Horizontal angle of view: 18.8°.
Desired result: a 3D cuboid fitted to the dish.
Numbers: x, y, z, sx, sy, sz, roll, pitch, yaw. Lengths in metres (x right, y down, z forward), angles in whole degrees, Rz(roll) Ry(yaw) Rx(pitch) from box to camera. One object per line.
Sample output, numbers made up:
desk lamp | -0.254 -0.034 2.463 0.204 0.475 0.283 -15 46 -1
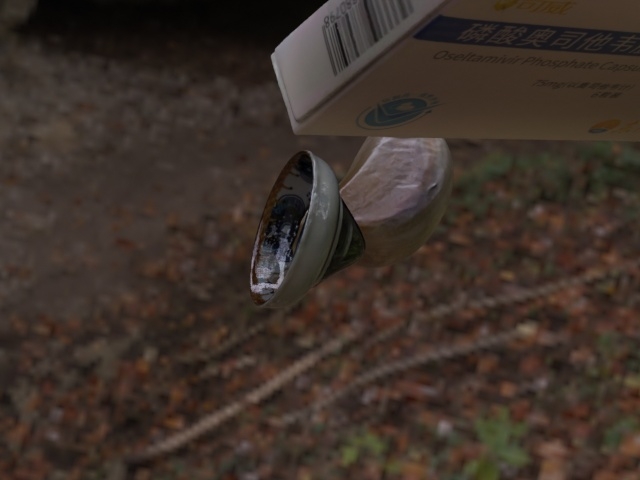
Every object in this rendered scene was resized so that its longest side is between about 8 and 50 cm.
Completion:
dish | 0.000 0.000 1.652 0.078 0.141 0.141 17 10 -18

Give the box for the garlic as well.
garlic | 0.063 -0.063 1.814 0.128 0.198 0.090 25 -24 4

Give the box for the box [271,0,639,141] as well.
box | 0.164 -0.135 1.241 0.343 0.065 0.200 -1 -23 -37
